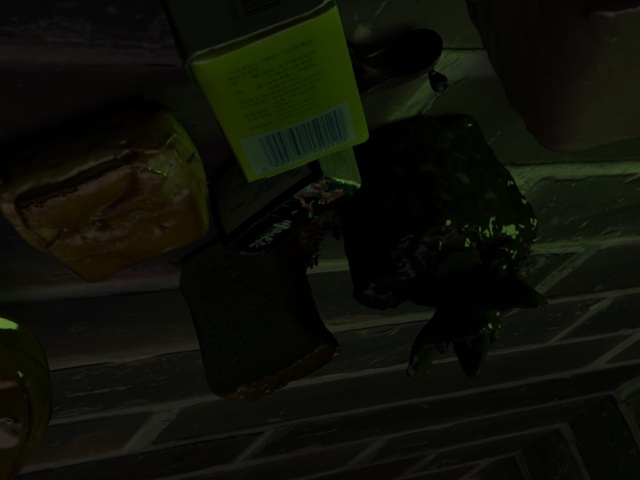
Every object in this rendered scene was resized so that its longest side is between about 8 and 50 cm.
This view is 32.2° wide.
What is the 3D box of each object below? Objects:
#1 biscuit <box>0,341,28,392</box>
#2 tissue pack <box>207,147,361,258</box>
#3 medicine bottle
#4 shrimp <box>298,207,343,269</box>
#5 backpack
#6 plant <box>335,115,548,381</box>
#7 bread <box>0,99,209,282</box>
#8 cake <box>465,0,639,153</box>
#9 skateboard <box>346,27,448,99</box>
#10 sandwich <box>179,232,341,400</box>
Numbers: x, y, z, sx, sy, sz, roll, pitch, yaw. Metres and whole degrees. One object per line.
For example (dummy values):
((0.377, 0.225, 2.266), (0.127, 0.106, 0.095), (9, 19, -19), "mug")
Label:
((-0.413, 0.074, 1.168), (0.164, 0.208, 0.047), (-14, 176, -10), "biscuit")
((-0.043, -0.065, 1.291), (0.170, 0.103, 0.090), (-35, 146, 30), "tissue pack")
((-0.052, -0.173, 1.001), (0.141, 0.137, 0.250), (-19, 157, 0), "medicine bottle")
((0.000, 0.000, 1.550), (0.091, 0.034, 0.161), (-17, 156, -9), "shrimp")
((-0.492, 0.192, 1.358), (0.353, 0.201, 0.378), (12, 139, -36), "backpack")
((0.157, 0.018, 1.372), (0.213, 0.312, 0.215), (-6, 150, -36), "plant")
((-0.222, -0.040, 1.202), (0.210, 0.099, 0.235), (-20, 157, 0), "bread")
((0.301, -0.248, 1.005), (0.308, 0.237, 0.230), (-15, 153, -5), "cake")
((0.056, -0.184, 1.169), (0.151, 0.067, 0.080), (-17, 148, 4), "skateboard")
((-0.084, 0.088, 1.451), (0.186, 0.215, 0.065), (-27, 156, 23), "sandwich")
